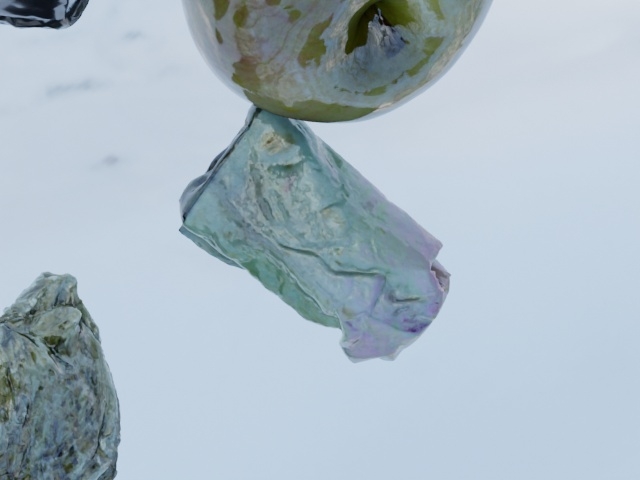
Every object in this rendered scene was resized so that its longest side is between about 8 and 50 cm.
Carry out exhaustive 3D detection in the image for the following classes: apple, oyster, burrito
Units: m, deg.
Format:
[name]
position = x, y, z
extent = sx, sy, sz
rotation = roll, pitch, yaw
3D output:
[apple]
position = 0.008, -0.227, 1.258
extent = 0.257, 0.234, 0.256
rotation = -18, 147, -12
[oyster]
position = -0.261, 0.172, 1.410
extent = 0.267, 0.112, 0.198
rotation = -53, 126, -40
[burrito]
position = 0.000, 0.000, 1.337
extent = 0.229, 0.089, 0.144
rotation = 38, 103, -4

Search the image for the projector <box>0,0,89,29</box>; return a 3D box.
[projector]
position = -0.311, -0.366, 1.003
extent = 0.395, 0.405, 0.242
rotation = 6, 165, -6
